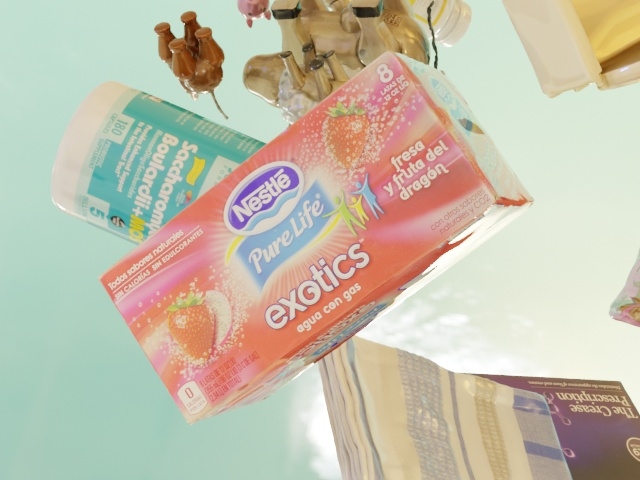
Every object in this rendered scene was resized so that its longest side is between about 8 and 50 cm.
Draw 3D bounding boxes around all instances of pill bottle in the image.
[{"bbox_3d":[0.131,-0.356,2.175,0.184,0.103,0.103,24,146,-31],"label":"pill bottle"},{"bbox_3d":[-0.123,-0.048,1.470,0.264,0.146,0.146,23,147,7],"label":"pill bottle"}]

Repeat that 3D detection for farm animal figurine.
[{"bbox_3d":[-0.006,-0.228,1.665,0.327,0.330,0.172,16,140,36],"label":"farm animal figurine"}]

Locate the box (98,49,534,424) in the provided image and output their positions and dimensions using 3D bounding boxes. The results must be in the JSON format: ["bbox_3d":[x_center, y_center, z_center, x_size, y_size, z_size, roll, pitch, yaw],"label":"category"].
[{"bbox_3d":[0.000,0.000,1.162,0.300,0.142,0.154,-37,168,17],"label":"box"}]

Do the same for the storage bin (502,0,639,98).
[{"bbox_3d":[0.214,-0.260,0.949,0.123,0.260,0.262,-12,105,58],"label":"storage bin"}]

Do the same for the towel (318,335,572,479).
[{"bbox_3d":[0.126,0.191,1.343,0.285,0.209,0.034,21,127,-30],"label":"towel"}]

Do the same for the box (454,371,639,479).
[{"bbox_3d":[0.254,0.250,1.659,0.261,0.184,0.103,5,133,-29],"label":"box"}]

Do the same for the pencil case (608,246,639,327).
[{"bbox_3d":[0.420,-0.064,1.471,0.167,0.386,0.160,18,-177,-45],"label":"pencil case"}]
